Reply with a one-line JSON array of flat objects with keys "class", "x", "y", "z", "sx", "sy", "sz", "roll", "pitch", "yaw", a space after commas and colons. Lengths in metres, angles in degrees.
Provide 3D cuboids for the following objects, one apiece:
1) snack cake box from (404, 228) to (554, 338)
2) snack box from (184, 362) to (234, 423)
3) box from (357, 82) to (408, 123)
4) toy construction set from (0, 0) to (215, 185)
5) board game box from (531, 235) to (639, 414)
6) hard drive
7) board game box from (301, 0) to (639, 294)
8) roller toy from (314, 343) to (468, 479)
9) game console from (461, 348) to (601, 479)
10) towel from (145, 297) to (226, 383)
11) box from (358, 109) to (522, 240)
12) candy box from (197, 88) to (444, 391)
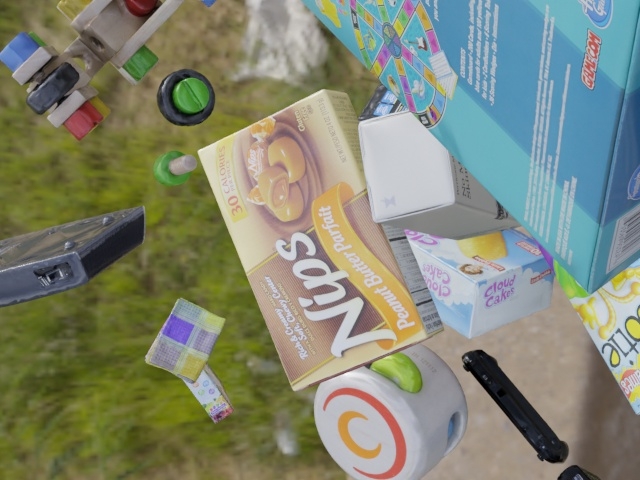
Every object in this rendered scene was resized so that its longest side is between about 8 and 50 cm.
[{"class": "snack cake box", "x": 0.174, "y": 0.021, "z": 1.881, "sx": 0.264, "sy": 0.152, "sz": 0.089, "roll": 33, "pitch": 129, "yaw": 43}, {"class": "snack box", "x": -0.177, "y": 0.199, "z": 2.013, "sx": 0.037, "sy": 0.100, "sz": 0.141, "roll": -37, "pitch": 17, "yaw": -3}, {"class": "box", "x": 0.217, "y": -0.227, "z": 1.916, "sx": 0.257, "sy": 0.079, "sz": 0.322, "roll": 16, "pitch": 68, "yaw": 45}, {"class": "toy construction set", "x": -0.269, "y": -0.218, "z": 1.434, "sx": 0.237, "sy": 0.309, "sz": 0.257, "roll": -9, "pitch": 63, "yaw": 65}, {"class": "board game box", "x": 0.400, "y": 0.048, "z": 1.681, "sx": 0.142, "sy": 0.144, "sz": 0.275, "roll": -45, "pitch": 66, "yaw": 42}, {"class": "hard drive", "x": -0.347, "y": 0.027, "z": 1.686, "sx": 0.255, "sy": 0.172, "sz": 0.054, "roll": -12, "pitch": 106, "yaw": 29}, {"class": "board game box", "x": 0.052, "y": -0.165, "z": 0.652, "sx": 0.079, "sy": 0.254, "sz": 0.336, "roll": -35, "pitch": 65, "yaw": -13}, {"class": "roller toy", "x": 0.101, "y": 0.240, "z": 1.932, "sx": 0.209, "sy": 0.146, "sz": 0.191, "roll": -19, "pitch": 99, "yaw": 45}, {"class": "game console", "x": 0.329, "y": 0.297, "z": 1.939, "sx": 0.044, "sy": 0.213, "sz": 0.361, "roll": -41, "pitch": 67, "yaw": 5}, {"class": "towel", "x": -0.142, "y": 0.106, "z": 1.460, "sx": 0.060, "sy": 0.009, "sz": 0.083, "roll": 26, "pitch": 66, "yaw": 2}, {"class": "box", "x": 0.140, "y": -0.069, "z": 1.512, "sx": 0.094, "sy": 0.275, "sz": 0.113, "roll": -12, "pitch": 82, "yaw": 22}, {"class": "candy box", "x": 0.000, "y": 0.000, "z": 1.646, "sx": 0.183, "sy": 0.087, "sz": 0.316, "roll": -24, "pitch": 86, "yaw": 21}]
